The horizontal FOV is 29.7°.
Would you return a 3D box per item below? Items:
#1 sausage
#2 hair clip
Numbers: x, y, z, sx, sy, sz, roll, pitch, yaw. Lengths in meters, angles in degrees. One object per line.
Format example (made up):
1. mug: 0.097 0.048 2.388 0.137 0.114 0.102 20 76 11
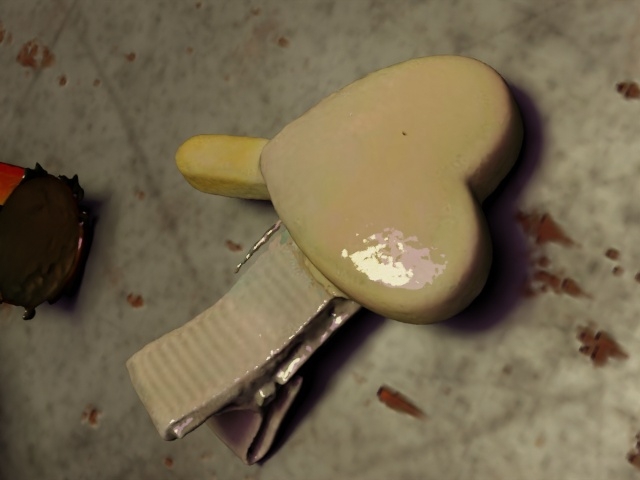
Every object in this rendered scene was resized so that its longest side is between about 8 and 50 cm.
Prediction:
1. sausage: -0.248 -0.028 0.686 0.264 0.083 0.083 15 88 33
2. hair clip: -0.002 -0.002 0.552 0.218 0.071 0.159 -46 60 10
